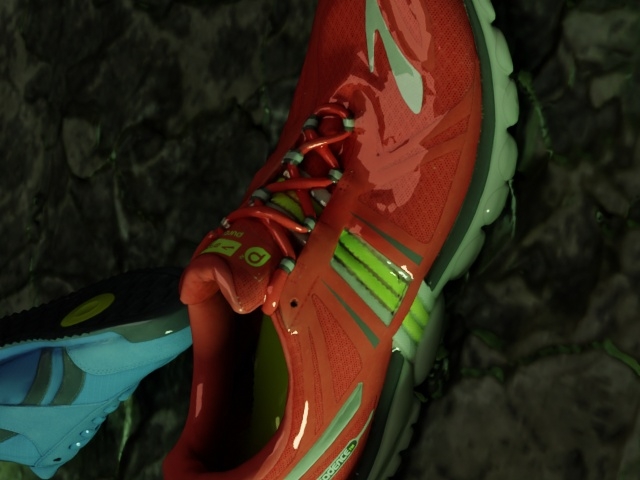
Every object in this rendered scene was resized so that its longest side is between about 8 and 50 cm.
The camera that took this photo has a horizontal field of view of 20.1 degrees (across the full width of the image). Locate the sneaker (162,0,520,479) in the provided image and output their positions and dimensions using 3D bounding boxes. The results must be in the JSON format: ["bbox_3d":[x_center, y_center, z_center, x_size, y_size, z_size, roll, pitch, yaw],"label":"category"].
[{"bbox_3d":[0.000,0.000,0.771,0.107,0.118,0.279,20,101,43],"label":"sneaker"}]

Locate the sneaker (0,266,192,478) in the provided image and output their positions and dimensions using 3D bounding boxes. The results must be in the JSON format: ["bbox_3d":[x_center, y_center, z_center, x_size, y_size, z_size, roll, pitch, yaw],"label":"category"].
[{"bbox_3d":[-0.127,0.074,0.944,0.209,0.069,0.082,-20,106,34],"label":"sneaker"}]
